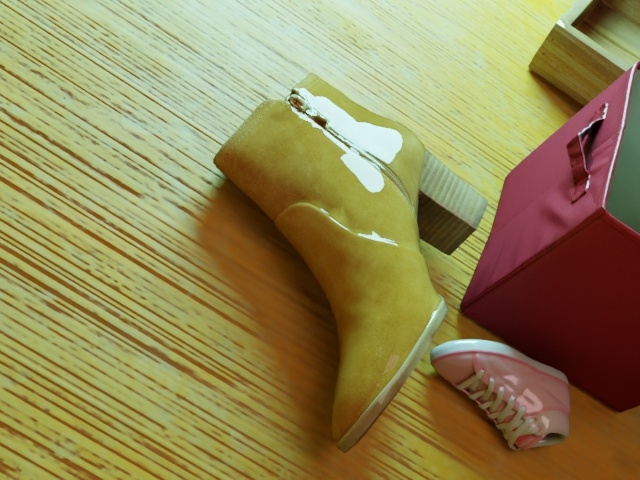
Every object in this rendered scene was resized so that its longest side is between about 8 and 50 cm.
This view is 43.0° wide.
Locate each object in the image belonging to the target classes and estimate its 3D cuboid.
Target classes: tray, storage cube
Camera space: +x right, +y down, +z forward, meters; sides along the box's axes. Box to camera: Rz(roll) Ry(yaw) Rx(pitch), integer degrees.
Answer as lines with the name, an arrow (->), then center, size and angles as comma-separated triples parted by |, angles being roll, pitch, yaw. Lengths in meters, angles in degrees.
tray -> 0.456, -0.145, 0.916 | 0.411, 0.076, 0.203 | 37, 53, 9
storage cube -> 0.265, 0.003, 0.701 | 0.215, 0.193, 0.183 | 32, 54, -7

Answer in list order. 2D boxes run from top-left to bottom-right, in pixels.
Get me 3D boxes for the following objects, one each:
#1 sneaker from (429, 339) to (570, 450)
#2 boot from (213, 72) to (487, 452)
sneaker -> 0.150, 0.129, 0.661 | 0.134, 0.051, 0.070 | 21, 51, -20
boot -> 0.001, -0.001, 0.637 | 0.211, 0.104, 0.295 | 32, 49, -1
